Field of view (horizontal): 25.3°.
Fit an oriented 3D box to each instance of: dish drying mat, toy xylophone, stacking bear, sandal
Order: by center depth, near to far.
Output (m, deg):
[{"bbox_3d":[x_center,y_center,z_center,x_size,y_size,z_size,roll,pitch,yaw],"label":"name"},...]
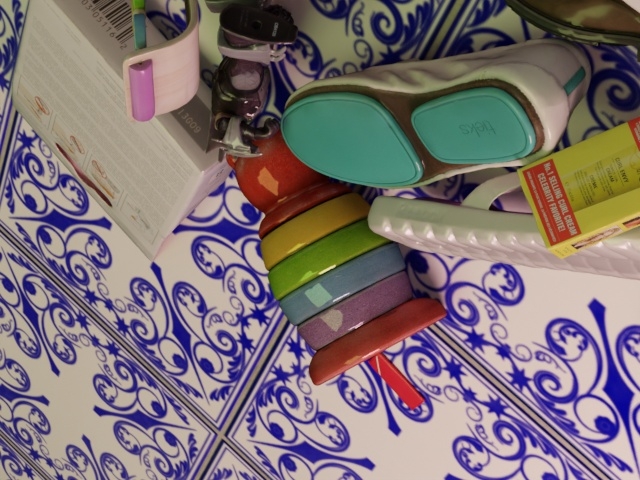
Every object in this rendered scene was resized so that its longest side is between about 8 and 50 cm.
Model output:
[{"bbox_3d":[0.227,-0.029,1.423,0.416,0.169,0.102,7,82,33],"label":"sandal"},{"bbox_3d":[-0.175,-0.299,1.490,0.236,0.081,0.323,95,168,-53],"label":"toy xylophone"},{"bbox_3d":[0.000,0.000,1.628,0.289,0.175,0.164,62,-176,6],"label":"stacking bear"},{"bbox_3d":[0.095,0.176,1.786,0.083,0.008,0.032,48,139,4],"label":"dish drying mat"}]

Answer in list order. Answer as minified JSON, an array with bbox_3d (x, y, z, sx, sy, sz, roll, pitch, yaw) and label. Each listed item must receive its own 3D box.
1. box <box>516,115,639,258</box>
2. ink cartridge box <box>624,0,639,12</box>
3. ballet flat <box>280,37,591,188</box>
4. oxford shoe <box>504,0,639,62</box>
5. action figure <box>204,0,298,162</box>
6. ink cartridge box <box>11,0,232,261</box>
[{"bbox_3d":[0.298,-0.068,1.261,0.232,0.058,0.087,-23,74,18],"label":"box"},{"bbox_3d":[0.342,-0.249,1.079,0.239,0.060,0.275,35,147,-6],"label":"ink cartridge box"},{"bbox_3d":[0.118,-0.132,1.432,0.400,0.139,0.139,-1,119,55],"label":"ballet flat"},{"bbox_3d":[0.269,-0.218,1.281,0.227,0.082,0.096,20,111,32],"label":"oxford shoe"},{"bbox_3d":[-0.077,-0.189,1.519,0.099,0.185,0.285,0,161,-3],"label":"action figure"},{"bbox_3d":[-0.257,-0.157,1.834,0.308,0.091,0.385,48,157,2],"label":"ink cartridge box"}]
